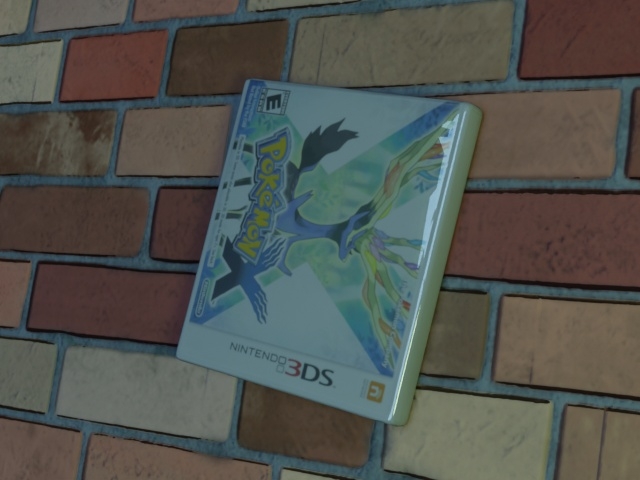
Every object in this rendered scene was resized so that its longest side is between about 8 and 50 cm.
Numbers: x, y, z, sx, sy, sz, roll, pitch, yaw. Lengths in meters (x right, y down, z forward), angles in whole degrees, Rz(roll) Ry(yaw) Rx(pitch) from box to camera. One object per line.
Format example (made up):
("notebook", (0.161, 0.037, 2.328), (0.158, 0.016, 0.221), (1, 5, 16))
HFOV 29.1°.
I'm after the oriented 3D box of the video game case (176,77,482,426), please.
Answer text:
("video game case", (0.000, 0.000, 1.301), (0.300, 0.036, 0.329), (12, 86, 37))
